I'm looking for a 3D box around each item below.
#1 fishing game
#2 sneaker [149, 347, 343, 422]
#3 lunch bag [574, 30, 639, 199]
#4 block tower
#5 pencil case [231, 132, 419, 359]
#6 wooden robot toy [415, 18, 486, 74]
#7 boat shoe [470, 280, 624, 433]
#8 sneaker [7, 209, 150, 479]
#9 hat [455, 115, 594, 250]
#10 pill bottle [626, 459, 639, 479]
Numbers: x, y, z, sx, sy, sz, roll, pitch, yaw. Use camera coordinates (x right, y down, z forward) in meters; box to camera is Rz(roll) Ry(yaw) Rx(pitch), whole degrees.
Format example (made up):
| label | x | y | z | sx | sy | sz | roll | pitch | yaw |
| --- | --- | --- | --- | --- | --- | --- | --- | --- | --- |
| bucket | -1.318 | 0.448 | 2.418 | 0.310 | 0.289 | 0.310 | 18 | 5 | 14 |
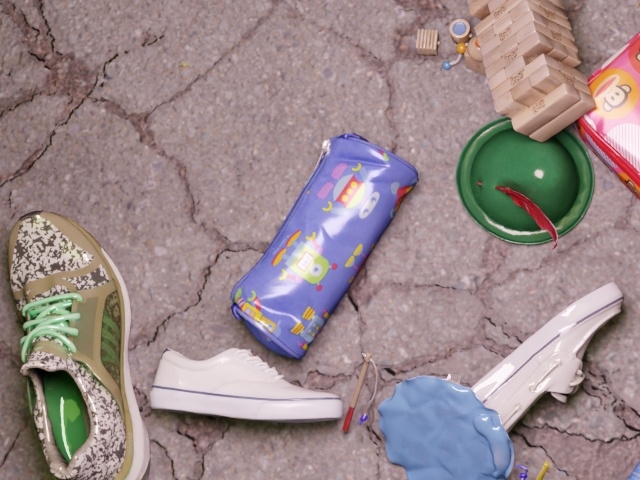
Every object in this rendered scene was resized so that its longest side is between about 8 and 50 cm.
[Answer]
| label | x | y | z | sx | sy | sz | roll | pitch | yaw |
| --- | --- | --- | --- | --- | --- | --- | --- | --- | --- |
| fishing game | 0.155 | 0.239 | 1.818 | 0.264 | 0.189 | 0.041 | 28 | 39 | 18 |
| sneaker | -0.096 | 0.183 | 1.895 | 0.258 | 0.094 | 0.091 | 4 | 82 | 13 |
| lunch bag | 0.491 | -0.167 | 1.860 | 0.293 | 0.120 | 0.258 | -43 | 77 | 1 |
| block tower | 0.252 | -0.297 | 1.892 | 0.097 | 0.091 | 0.335 | -35 | 54 | 34 |
| pencil case | 0.000 | 0.000 | 1.906 | 0.133 | 0.119 | 0.306 | 33 | 84 | -7 |
| wooden robot toy | 0.208 | -0.259 | 1.951 | 0.173 | 0.079 | 0.076 | 21 | 82 | 15 |
| boat shoe | 0.281 | 0.161 | 1.828 | 0.267 | 0.096 | 0.088 | -40 | 77 | 1 |
| sneaker | -0.327 | 0.140 | 1.905 | 0.158 | 0.182 | 0.410 | -20 | 73 | 6 |
| hat | 0.260 | -0.093 | 1.845 | 0.208 | 0.183 | 0.173 | 37 | 85 | 17 |
| pill bottle | 0.383 | 0.364 | 1.742 | 0.124 | 0.124 | 0.221 | 33 | 85 | 16 |
